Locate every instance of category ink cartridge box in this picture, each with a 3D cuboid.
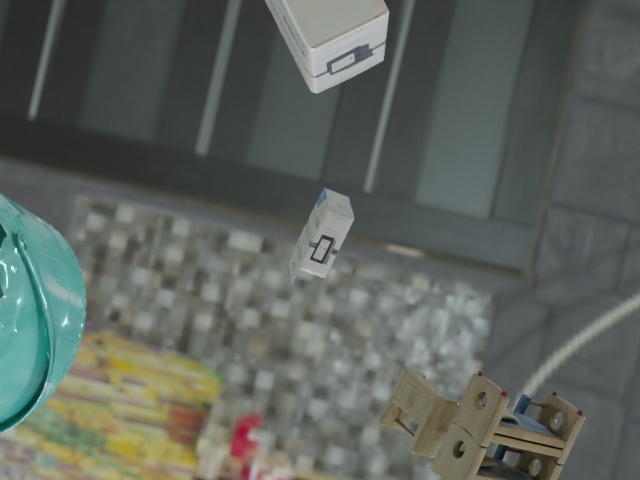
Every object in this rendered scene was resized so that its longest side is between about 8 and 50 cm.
[{"bbox_3d":[0.000,0.000,1.575,0.048,0.028,0.083,-99,-147,-63],"label":"ink cartridge box"},{"bbox_3d":[-0.005,-0.279,1.907,0.172,0.100,0.237,64,-2,6],"label":"ink cartridge box"}]

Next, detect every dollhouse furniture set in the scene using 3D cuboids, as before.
[{"bbox_3d":[0.186,0.207,1.985,0.184,0.129,0.129,38,-72,55],"label":"dollhouse furniture set"}]

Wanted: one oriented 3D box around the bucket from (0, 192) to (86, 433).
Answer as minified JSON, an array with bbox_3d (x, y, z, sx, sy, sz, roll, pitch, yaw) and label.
[{"bbox_3d":[-0.381,0.062,1.695,0.183,0.281,0.281,30,70,-61],"label":"bucket"}]
